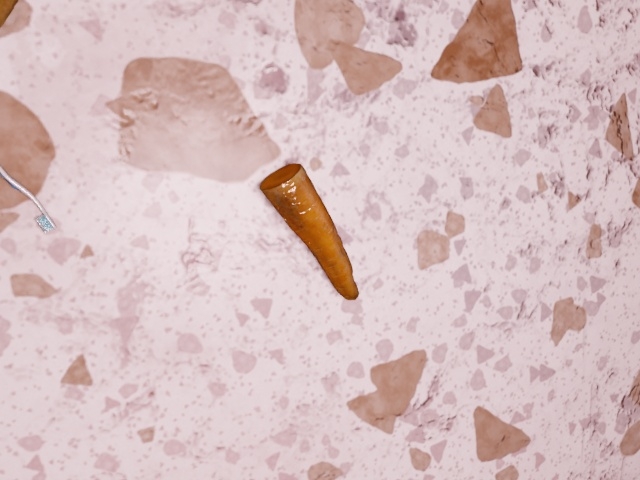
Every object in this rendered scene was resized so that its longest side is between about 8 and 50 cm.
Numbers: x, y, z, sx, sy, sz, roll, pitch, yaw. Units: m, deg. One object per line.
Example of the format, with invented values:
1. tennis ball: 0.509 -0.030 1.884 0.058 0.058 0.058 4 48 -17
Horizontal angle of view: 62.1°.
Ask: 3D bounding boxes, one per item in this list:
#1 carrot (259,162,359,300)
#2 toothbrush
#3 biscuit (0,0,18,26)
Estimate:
1. carrot: 0.000 0.000 0.701 0.061 0.061 0.210 -37 113 -11
2. toothbrush: -0.345 -0.078 0.583 0.017 0.014 0.162 -40 110 -30
3. biscuit: -0.436 -0.289 0.484 0.296 0.075 0.296 -3 100 -20
